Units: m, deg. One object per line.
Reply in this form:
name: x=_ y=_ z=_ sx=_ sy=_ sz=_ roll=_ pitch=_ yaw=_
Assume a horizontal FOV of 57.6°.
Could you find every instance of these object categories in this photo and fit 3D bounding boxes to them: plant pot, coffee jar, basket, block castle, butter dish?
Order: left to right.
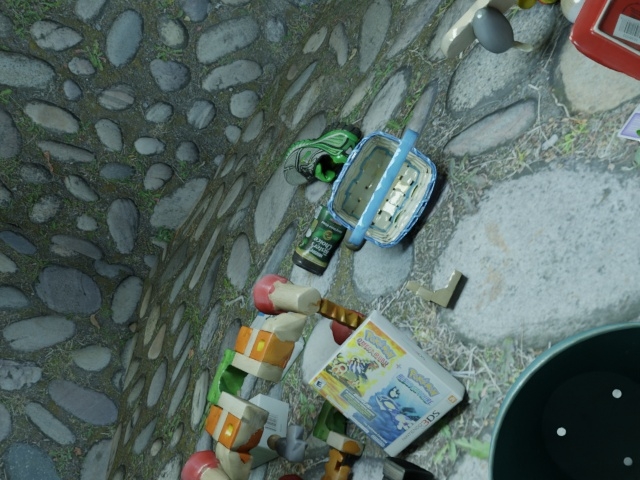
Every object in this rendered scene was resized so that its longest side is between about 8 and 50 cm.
block castle: x=-0.064 y=0.320 z=1.169 sx=0.213 sy=0.303 sz=0.453 roll=1 pitch=67 yaw=57
coffee jar: x=0.000 y=0.000 z=1.596 sx=0.184 sy=0.096 sz=0.079 roll=-61 pitch=22 yaw=7
basket: x=0.138 y=-0.116 z=1.275 sx=0.255 sy=0.201 sz=0.289 roll=-60 pitch=-6 yaw=8
butter dish: x=0.487 y=-0.346 z=0.954 sx=0.160 sy=0.160 sz=0.118 roll=-63 pitch=2 yaw=0
plant pot: x=0.317 y=0.222 z=0.604 sx=0.290 sy=0.290 sz=0.195 roll=-62 pitch=-11 yaw=3

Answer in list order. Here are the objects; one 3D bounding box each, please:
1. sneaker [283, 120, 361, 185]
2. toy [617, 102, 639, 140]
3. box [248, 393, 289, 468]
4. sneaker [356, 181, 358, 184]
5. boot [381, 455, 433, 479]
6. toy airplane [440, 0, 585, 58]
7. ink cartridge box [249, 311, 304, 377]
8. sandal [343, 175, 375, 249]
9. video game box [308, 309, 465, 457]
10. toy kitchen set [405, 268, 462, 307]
sneaker: x=-0.016 y=-0.243 z=1.818 sx=0.343 sy=0.134 sz=0.146 roll=-25 pitch=45 yaw=53
toy: x=0.536 y=-0.250 z=0.838 sx=0.237 sy=0.056 sz=0.137 roll=-60 pitch=26 yaw=7
box: x=-0.165 y=0.480 z=1.455 sx=0.170 sy=0.091 sz=0.130 roll=-40 pitch=34 yaw=41
sneaker: x=0.121 y=-0.156 z=1.599 sx=0.083 sy=0.031 sz=0.035 roll=30 pitch=123 yaw=57
boot: x=0.141 y=0.480 z=0.888 sx=0.263 sy=0.091 sz=0.229 roll=4 pitch=75 yaw=68
toy airplane: x=0.428 y=-0.515 z=1.056 sx=0.384 sy=0.272 sz=0.386 roll=-39 pitch=-1 yaw=-26
ink cartridge box: x=-0.126 y=0.268 z=1.601 sx=0.139 sy=0.082 sz=0.191 roll=-56 pitch=24 yaw=15
sandal: x=0.101 y=-0.084 z=1.505 sx=0.090 sy=0.060 sz=0.219 roll=8 pitch=73 yaw=51
video game box: x=0.112 y=0.252 z=1.014 sx=0.187 sy=0.205 sz=0.048 roll=-51 pitch=-3 yaw=24
toy kitchen set: x=0.221 y=0.081 z=1.126 sx=0.075 sy=0.083 sz=0.068 roll=-64 pitch=-17 yaw=-1
